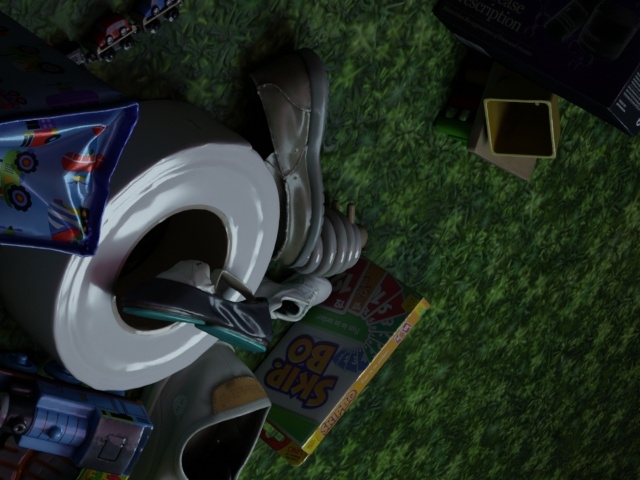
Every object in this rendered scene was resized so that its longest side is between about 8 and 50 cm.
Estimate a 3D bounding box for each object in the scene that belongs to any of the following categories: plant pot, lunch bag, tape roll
[{"bbox_3d":[0.249,-0.156,1.631,0.083,0.081,0.081,-60,146,-47],"label":"plant pot"},{"bbox_3d":[-0.321,-0.086,0.972,0.293,0.221,0.138,-6,123,-49],"label":"lunch bag"},{"bbox_3d":[-0.174,0.005,1.348,0.286,0.100,0.286,-31,140,-31],"label":"tape roll"}]

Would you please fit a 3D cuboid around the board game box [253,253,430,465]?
[{"bbox_3d":[0.008,0.144,1.675,0.259,0.124,0.039,-52,145,-4],"label":"board game box"}]

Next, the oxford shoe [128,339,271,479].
[{"bbox_3d":[-0.170,0.323,1.611,0.169,0.130,0.449,-12,130,-48],"label":"oxford shoe"}]

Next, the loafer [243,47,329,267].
[{"bbox_3d":[-0.048,-0.085,1.452,0.087,0.094,0.251,-7,118,-19],"label":"loafer"}]

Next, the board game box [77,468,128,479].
[{"bbox_3d":[-0.260,0.299,1.457,0.092,0.043,0.181,-58,-179,-31],"label":"board game box"}]

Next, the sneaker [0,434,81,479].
[{"bbox_3d":[-0.313,0.268,1.440,0.215,0.084,0.083,-58,176,-5],"label":"sneaker"}]

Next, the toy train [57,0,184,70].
[{"bbox_3d":[-0.189,-0.187,1.227,0.158,0.027,0.036,-37,132,-24],"label":"toy train"}]

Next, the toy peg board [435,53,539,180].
[{"bbox_3d":[0.223,-0.177,1.721,0.161,0.079,0.160,19,88,-56],"label":"toy peg board"}]

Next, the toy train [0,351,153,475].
[{"bbox_3d":[-0.260,0.171,1.348,0.184,0.105,0.080,20,103,-30],"label":"toy train"}]

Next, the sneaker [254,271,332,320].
[{"bbox_3d":[-0.033,0.072,1.620,0.152,0.061,0.053,-6,122,-51],"label":"sneaker"}]

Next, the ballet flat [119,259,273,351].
[{"bbox_3d":[-0.117,0.057,1.323,0.203,0.074,0.074,23,100,-50],"label":"ballet flat"}]

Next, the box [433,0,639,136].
[{"bbox_3d":[0.288,-0.264,1.536,0.184,0.261,0.103,-56,147,2],"label":"box"}]

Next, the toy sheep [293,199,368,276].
[{"bbox_3d":[0.000,0.000,1.578,0.132,0.091,0.091,-5,124,-33],"label":"toy sheep"}]
